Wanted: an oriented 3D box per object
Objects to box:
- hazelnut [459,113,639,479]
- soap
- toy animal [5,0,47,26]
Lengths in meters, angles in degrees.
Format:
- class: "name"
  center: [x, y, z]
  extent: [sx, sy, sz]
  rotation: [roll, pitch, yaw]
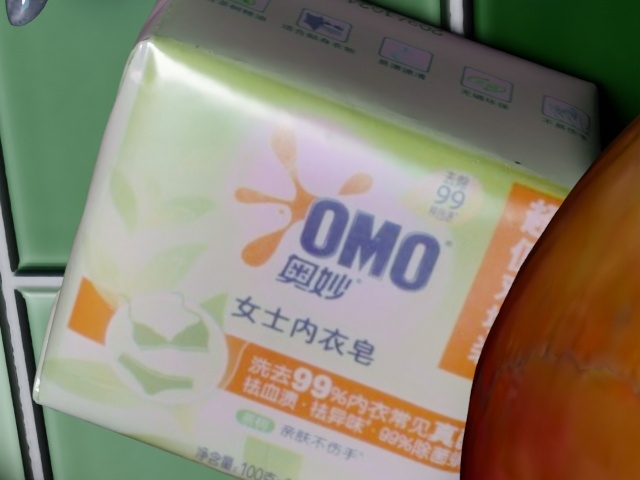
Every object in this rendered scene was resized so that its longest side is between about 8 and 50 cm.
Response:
- class: "hazelnut"
  center: [0.248, 0.082, 0.597]
  extent: [0.429, 0.402, 0.402]
  rotation: [10, 121, -28]
- class: "soap"
  center: [0.000, 0.000, 0.764]
  extent: [0.199, 0.138, 0.182]
  rotation: [21, 116, 0]
- class: "toy animal"
  center: [-0.242, -0.195, 0.741]
  extent: [0.206, 0.081, 0.367]
  rotation: [-36, 98, 27]
